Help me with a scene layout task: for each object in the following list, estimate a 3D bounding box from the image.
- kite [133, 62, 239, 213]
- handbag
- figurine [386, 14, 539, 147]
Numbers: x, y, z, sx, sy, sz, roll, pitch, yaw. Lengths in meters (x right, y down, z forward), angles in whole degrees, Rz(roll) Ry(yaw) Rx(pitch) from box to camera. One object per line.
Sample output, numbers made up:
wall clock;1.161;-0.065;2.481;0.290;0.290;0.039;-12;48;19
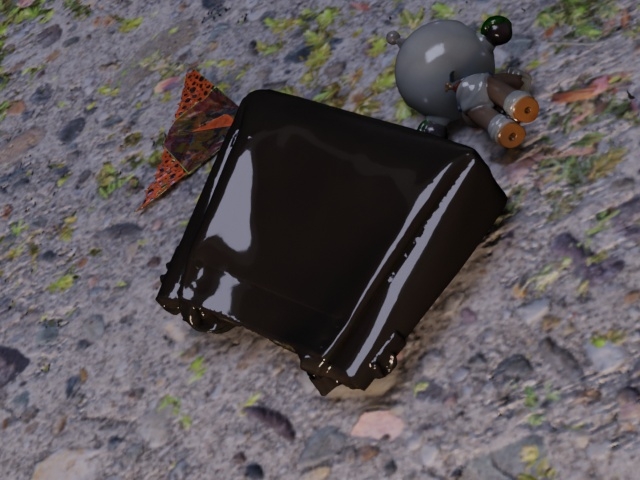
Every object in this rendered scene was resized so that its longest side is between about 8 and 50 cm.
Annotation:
kite;-0.122;-0.121;1.740;0.125;0.008;0.222;-8;49;29
handbag;0.000;0.000;1.470;0.285;0.113;0.257;21;73;36
figurine;0.140;-0.147;1.524;0.197;0.093;0.147;41;104;40
